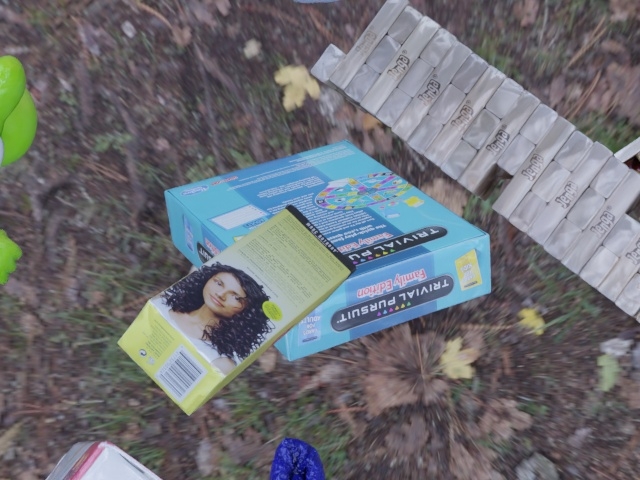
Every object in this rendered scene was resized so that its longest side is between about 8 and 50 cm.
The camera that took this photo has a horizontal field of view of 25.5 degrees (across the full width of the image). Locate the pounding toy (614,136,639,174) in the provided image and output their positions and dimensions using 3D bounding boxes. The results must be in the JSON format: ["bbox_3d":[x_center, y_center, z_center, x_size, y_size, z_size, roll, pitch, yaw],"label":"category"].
[{"bbox_3d":[0.453,-0.088,1.624,0.270,0.154,0.154,-34,81,6],"label":"pounding toy"}]

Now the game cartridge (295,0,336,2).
[{"bbox_3d":[0.116,-0.248,0.825,0.297,0.062,0.198,-6,48,34],"label":"game cartridge"}]

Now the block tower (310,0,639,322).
[{"bbox_3d":[0.154,-0.066,1.109,0.335,0.091,0.097,38,95,17],"label":"block tower"}]

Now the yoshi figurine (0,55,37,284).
[{"bbox_3d":[-0.420,-0.052,1.545,0.204,0.203,0.362,30,101,-32],"label":"yoshi figurine"}]

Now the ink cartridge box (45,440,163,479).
[{"bbox_3d":[-0.240,0.313,1.343,0.131,0.306,0.226,38,76,-4],"label":"ink cartridge box"}]

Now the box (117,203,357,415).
[{"bbox_3d":[-0.062,0.051,1.159,0.087,0.232,0.058,44,123,5],"label":"box"}]

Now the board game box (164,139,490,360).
[{"bbox_3d":[0.000,0.000,1.640,0.254,0.336,0.079,-17,119,-21],"label":"board game box"}]

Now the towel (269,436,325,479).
[{"bbox_3d":[-0.035,0.383,1.485,0.076,0.308,0.227,-2,44,-7],"label":"towel"}]
